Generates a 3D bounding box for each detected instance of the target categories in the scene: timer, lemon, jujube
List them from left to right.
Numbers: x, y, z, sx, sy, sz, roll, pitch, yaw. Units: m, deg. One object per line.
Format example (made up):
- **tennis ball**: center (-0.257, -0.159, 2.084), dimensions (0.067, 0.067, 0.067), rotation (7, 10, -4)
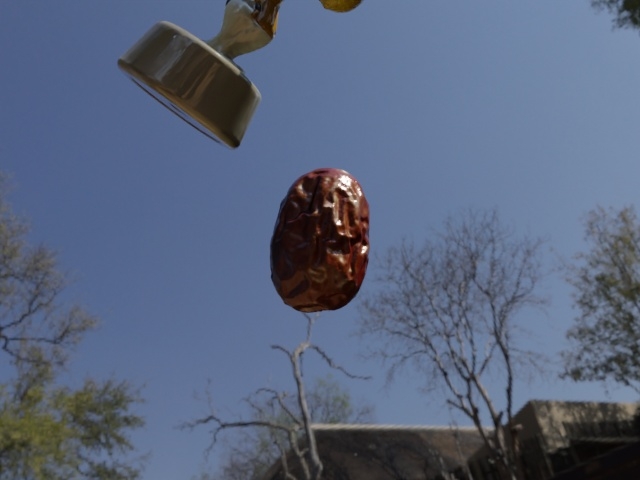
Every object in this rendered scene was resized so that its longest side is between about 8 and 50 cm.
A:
- **timer**: center (-0.101, -0.266, 0.788), dimensions (0.266, 0.175, 0.175), rotation (-54, -40, -2)
- **jujube**: center (0.000, 0.000, 1.091), dimensions (0.174, 0.250, 0.174), rotation (8, -17, 2)
- **lemon**: center (0.026, -0.353, 0.893), dimensions (0.093, 0.065, 0.065), rotation (-8, -33, -17)
